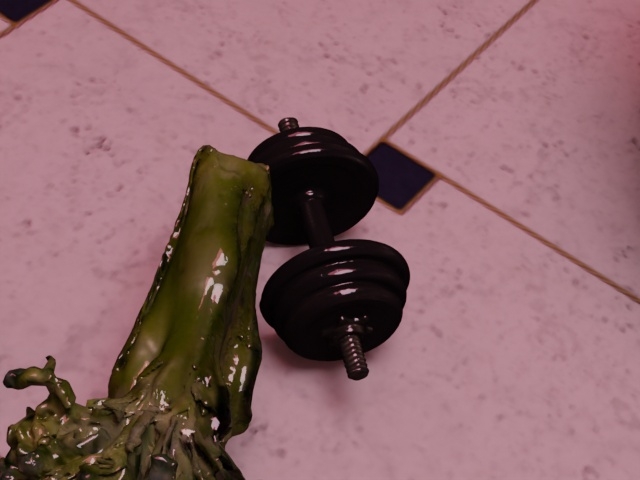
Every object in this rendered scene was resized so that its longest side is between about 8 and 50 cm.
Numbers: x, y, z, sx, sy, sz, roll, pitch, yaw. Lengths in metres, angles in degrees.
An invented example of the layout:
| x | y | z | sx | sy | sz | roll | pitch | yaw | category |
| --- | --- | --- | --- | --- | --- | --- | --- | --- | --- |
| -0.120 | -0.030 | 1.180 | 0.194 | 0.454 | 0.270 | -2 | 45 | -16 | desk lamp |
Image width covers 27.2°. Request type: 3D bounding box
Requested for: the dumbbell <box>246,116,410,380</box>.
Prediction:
| x | y | z | sx | sy | sz | roll | pitch | yaw | category |
| --- | --- | --- | --- | --- | --- | --- | --- | --- | --- |
| 0.000 | 0.000 | 0.859 | 0.099 | 0.099 | 0.208 | -5 | 53 | -15 | dumbbell |

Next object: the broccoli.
| x | y | z | sx | sy | sz | roll | pitch | yaw | category |
| --- | --- | --- | --- | --- | --- | --- | --- | --- | --- |
| -0.071 | 0.072 | 0.733 | 0.146 | 0.165 | 0.304 | 2 | 54 | 9 | broccoli |
